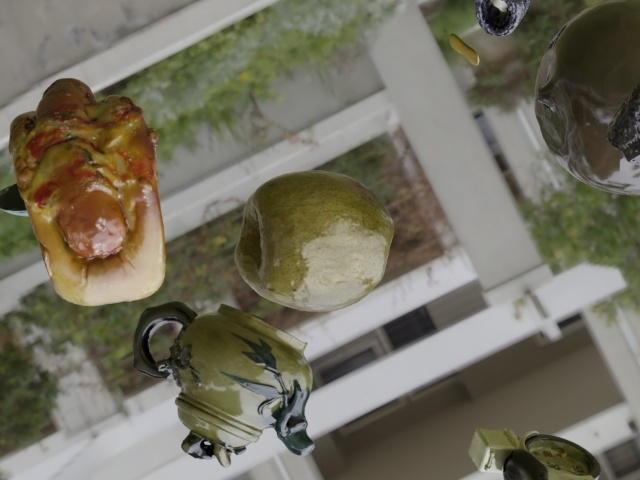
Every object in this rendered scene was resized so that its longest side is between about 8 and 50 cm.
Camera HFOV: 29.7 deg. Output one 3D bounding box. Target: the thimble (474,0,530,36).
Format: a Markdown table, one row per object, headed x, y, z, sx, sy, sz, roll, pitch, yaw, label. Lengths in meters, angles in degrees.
| x | y | z | sx | sy | sz | roll | pitch | yaw | label |
| --- | --- | --- | --- | --- | --- | --- | --- | --- | --- |
| 0.323 | -0.424 | 2.174 | 0.066 | 0.095 | 0.104 | -58 | -176 | -33 | thimble |

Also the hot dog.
| x | y | z | sx | sy | sz | roll | pitch | yaw | label |
| --- | --- | --- | --- | --- | --- | --- | --- | --- | --- |
| -0.245 | -0.067 | 1.272 | 0.150 | 0.256 | 0.153 | -12 | 146 | -15 | hot dog |

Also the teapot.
| x | y | z | sx | sy | sz | roll | pitch | yaw | label |
| --- | --- | --- | --- | --- | --- | --- | --- | --- | --- |
| -0.118 | 0.175 | 1.453 | 0.182 | 0.270 | 0.173 | -65 | 163 | -7 | teapot |

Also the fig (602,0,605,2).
| x | y | z | sx | sy | sz | roll | pitch | yaw | label |
| --- | --- | --- | --- | --- | --- | --- | --- | --- | --- |
| 0.658 | -0.485 | 2.234 | 0.314 | 0.233 | 0.233 | 11 | 165 | -23 | fig |

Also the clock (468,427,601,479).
| x | y | z | sx | sy | sz | roll | pitch | yaw | label |
| --- | --- | --- | --- | --- | --- | --- | --- | --- | --- |
| 0.449 | 0.496 | 2.328 | 0.277 | 0.120 | 0.379 | 9 | -161 | -14 | clock |

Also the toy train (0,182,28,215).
| x | y | z | sx | sy | sz | roll | pitch | yaw | label |
| --- | --- | --- | --- | --- | --- | --- | --- | --- | --- |
| -0.415 | -0.064 | 1.880 | 0.252 | 0.055 | 0.048 | 0 | 162 | 34 | toy train |

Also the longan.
| x | y | z | sx | sy | sz | roll | pitch | yaw | label |
| --- | --- | --- | --- | --- | --- | --- | --- | --- | --- |
| 0.439 | -0.204 | 1.707 | 0.297 | 0.297 | 0.297 | -27 | -179 | 1 | longan |

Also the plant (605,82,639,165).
| x | y | z | sx | sy | sz | roll | pitch | yaw | label |
| --- | --- | --- | --- | --- | --- | --- | --- | --- | --- |
| 0.392 | -0.152 | 1.364 | 0.094 | 0.092 | 0.143 | -26 | 160 | -42 | plant |

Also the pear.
| x | y | z | sx | sy | sz | roll | pitch | yaw | label |
| --- | --- | --- | --- | --- | --- | --- | --- | --- | --- |
| 0.000 | 0.000 | 1.662 | 0.211 | 0.188 | 0.228 | 1 | 161 | -23 | pear |

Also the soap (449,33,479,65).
| x | y | z | sx | sy | sz | roll | pitch | yaw | label |
| --- | --- | --- | --- | --- | --- | --- | --- | --- | --- |
| 0.276 | -0.367 | 2.318 | 0.012 | 0.089 | 0.034 | -27 | 144 | -22 | soap |
